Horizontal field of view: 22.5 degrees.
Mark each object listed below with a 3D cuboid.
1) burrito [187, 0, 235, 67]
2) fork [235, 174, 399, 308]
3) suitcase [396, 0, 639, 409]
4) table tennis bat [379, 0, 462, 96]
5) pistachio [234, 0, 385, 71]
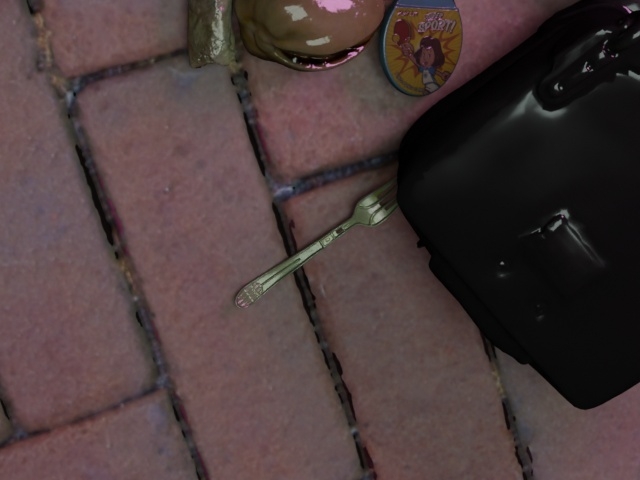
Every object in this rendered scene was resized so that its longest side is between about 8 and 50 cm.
[{"bbox_3d":[-0.107,-0.253,1.571,0.051,0.042,0.171,5,98,18],"label":"burrito"},{"bbox_3d":[0.001,0.002,1.660,0.219,0.028,0.034,-35,111,-2],"label":"fork"},{"bbox_3d":[0.272,-0.034,1.611,0.339,0.188,0.345,-38,107,14],"label":"suitcase"},{"bbox_3d":[0.104,-0.222,1.622,0.100,0.019,0.155,0,103,-32],"label":"table tennis bat"},{"bbox_3d":[-0.008,-0.219,1.575,0.149,0.113,0.113,-11,105,-27],"label":"pistachio"}]
